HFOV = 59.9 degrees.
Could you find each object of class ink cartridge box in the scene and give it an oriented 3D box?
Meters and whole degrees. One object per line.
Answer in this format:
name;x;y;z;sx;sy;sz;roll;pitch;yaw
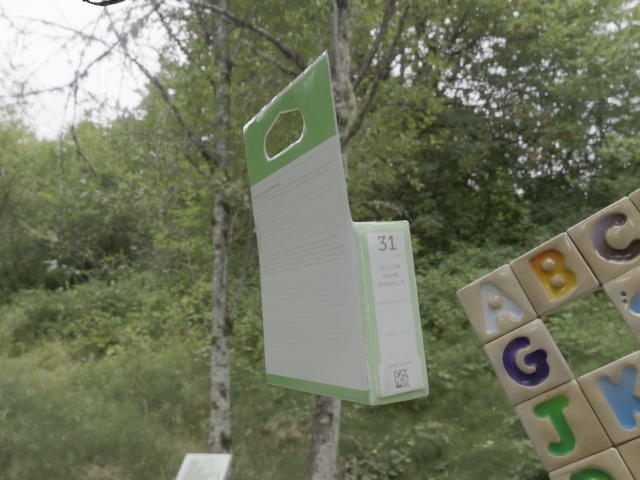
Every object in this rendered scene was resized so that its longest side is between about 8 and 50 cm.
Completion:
ink cartridge box;0.000;0.000;0.440;0.056;0.235;0.171;-1;-7;-28

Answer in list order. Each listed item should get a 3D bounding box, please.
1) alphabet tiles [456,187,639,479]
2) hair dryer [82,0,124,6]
alphabet tiles;0.214;0.055;0.282;0.237;0.198;0.009;-34;-31;22
hair dryer;-0.353;-0.424;0.660;0.293;0.224;0.080;17;14;9
